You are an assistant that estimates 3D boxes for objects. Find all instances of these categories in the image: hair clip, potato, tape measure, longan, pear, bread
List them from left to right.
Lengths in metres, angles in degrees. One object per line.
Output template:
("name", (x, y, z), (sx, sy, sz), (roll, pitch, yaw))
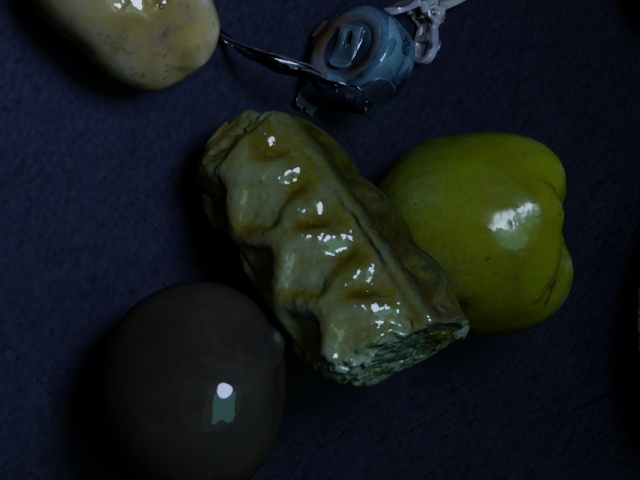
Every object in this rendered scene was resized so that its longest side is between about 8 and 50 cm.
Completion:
("potato", (-0.165, -0.199, 1.351), (0.178, 0.109, 0.118), (37, 92, -21))
("longan", (-0.105, 0.126, 1.349), (0.189, 0.189, 0.189), (1, 89, -33))
("tape measure", (-0.006, -0.184, 1.453), (0.180, 0.104, 0.107), (29, 77, -30))
("bread", (0.000, 0.000, 1.395), (0.152, 0.130, 0.268), (-11, 59, -49))
("pear", (0.137, -0.007, 1.499), (0.200, 0.200, 0.200), (1, 89, -33))
("hair clip", (0.149, -0.254, 1.597), (0.226, 0.034, 0.072), (-41, 114, -28))

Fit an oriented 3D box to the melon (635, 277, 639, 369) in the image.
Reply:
("melon", (0.458, 0.071, 1.693), (0.343, 0.226, 0.331), (-43, 123, -10))
